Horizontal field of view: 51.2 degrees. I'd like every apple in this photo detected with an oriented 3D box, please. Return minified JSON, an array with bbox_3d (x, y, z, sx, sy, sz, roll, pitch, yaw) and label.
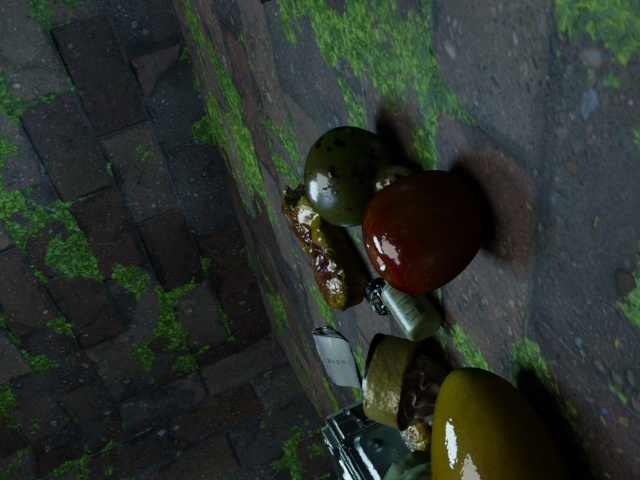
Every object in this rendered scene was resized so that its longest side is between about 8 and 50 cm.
[{"bbox_3d":[0.151,-0.012,1.003,0.181,0.168,0.181,57,166,23],"label":"apple"}]

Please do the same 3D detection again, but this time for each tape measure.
[{"bbox_3d":[0.142,0.129,1.521,0.091,0.054,0.094,69,160,-1],"label":"tape measure"}]

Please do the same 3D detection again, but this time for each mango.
[{"bbox_3d":[0.282,0.387,1.059,0.264,0.221,0.378,179,78,-80],"label":"mango"}]

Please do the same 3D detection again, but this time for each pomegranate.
[{"bbox_3d":[0.074,-0.105,1.195,0.210,0.179,0.179,30,155,14],"label":"pomegranate"}]

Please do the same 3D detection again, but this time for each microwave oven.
[{"bbox_3d":[0.196,0.662,1.782,0.394,0.247,0.333,51,161,49],"label":"microwave oven"}]

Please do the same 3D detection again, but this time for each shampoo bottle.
[{"bbox_3d":[0.171,0.119,1.334,0.162,0.079,0.079,57,164,35],"label":"shampoo bottle"}]

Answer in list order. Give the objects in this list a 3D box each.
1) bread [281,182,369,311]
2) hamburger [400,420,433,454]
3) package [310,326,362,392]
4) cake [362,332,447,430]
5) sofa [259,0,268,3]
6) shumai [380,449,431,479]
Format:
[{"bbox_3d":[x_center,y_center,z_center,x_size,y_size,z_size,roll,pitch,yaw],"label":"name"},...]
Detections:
[{"bbox_3d":[0.000,0.000,1.754,0.185,0.109,0.381,92,153,-63],"label":"bread"},{"bbox_3d":[0.241,0.443,1.572,0.189,0.093,0.164,53,160,41],"label":"hamburger"},{"bbox_3d":[0.064,0.405,2.305,0.250,0.062,0.204,7,120,60],"label":"package"},{"bbox_3d":[0.193,0.297,1.410,0.185,0.178,0.208,62,-145,-56],"label":"cake"},{"bbox_3d":[-0.122,-0.561,1.391,0.039,0.060,0.118,149,97,-83],"label":"sofa"},{"bbox_3d":[0.251,0.604,1.381,0.323,0.324,0.398,-156,42,-83],"label":"shumai"}]
